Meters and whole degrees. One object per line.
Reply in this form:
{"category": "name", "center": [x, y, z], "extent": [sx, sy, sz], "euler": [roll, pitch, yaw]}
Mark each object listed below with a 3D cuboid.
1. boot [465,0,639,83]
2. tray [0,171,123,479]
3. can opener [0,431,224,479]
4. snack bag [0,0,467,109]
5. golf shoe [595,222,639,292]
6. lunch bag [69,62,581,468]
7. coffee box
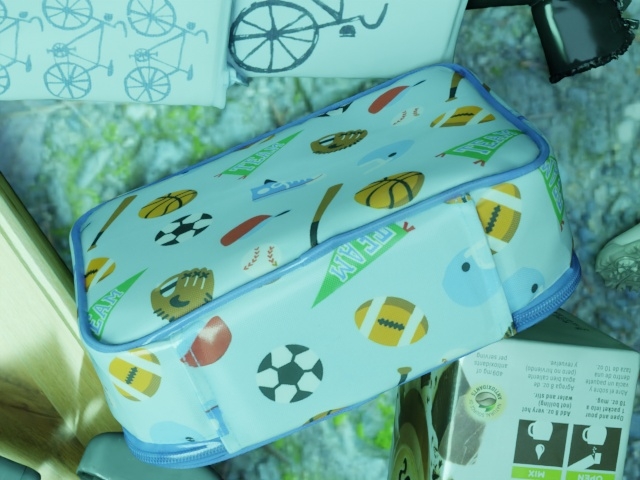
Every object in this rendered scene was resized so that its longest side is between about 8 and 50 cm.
{"category": "boot", "center": [0.153, -0.157, 0.810], "extent": [0.121, 0.045, 0.099], "euler": [-26, 102, -4]}
{"category": "tray", "center": [-0.244, 0.092, 0.775], "extent": [0.203, 0.076, 0.411], "euler": [-34, 100, -2]}
{"category": "can opener", "center": [-0.194, 0.140, 0.727], "extent": [0.283, 0.076, 0.095], "euler": [25, 61, -9]}
{"category": "snack bag", "center": [-0.048, -0.195, 0.671], "extent": [0.342, 0.323, 0.037], "euler": [0, 52, -12]}
{"category": "golf shoe", "center": [0.278, -0.021, 0.837], "extent": [0.176, 0.086, 0.069], "euler": [-21, 138, 14]}
{"category": "lunch bag", "center": [0.000, 0.000, 0.716], "extent": [0.303, 0.243, 0.115], "euler": [-22, 115, -3]}
{"category": "coffee box", "center": [0.111, 0.197, 0.782], "extent": [0.119, 0.168, 0.297], "euler": [6, 95, -7]}
